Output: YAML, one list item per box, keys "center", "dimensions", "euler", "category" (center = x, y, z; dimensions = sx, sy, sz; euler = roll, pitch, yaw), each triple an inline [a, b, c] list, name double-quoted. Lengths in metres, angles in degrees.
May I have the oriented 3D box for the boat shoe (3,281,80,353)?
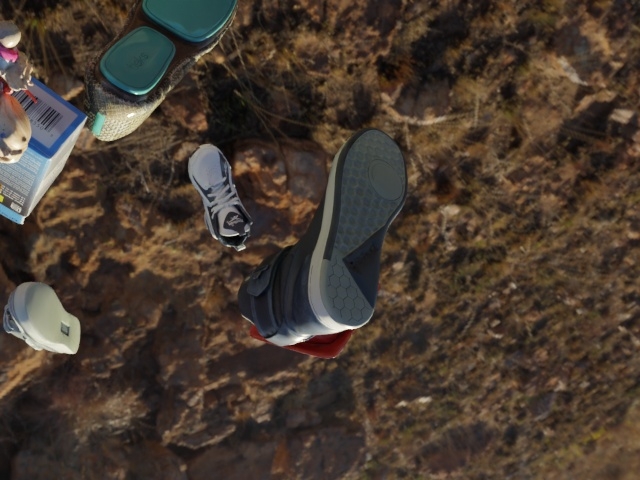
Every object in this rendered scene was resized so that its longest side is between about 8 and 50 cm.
- center: [-0.431, 0.125, 0.997]
  dimensions: [0.081, 0.079, 0.227]
  euler: [-1, 156, -3]
  category: "boat shoe"

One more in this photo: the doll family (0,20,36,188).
- center: [-0.270, -0.038, 0.354]
  dimensions: [0.263, 0.118, 0.163]
  euler: [-46, 139, -1]
  category: "doll family"

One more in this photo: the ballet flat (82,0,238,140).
- center: [-0.310, -0.355, 1.252]
  dimensions: [0.164, 0.483, 0.182]
  euler: [33, 136, -12]
  category: "ballet flat"

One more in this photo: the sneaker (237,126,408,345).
- center: [-0.002, 0.000, 0.660]
  dimensions: [0.086, 0.226, 0.163]
  euler: [33, 145, -20]
  category: "sneaker"

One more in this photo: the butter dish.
- center: [-0.019, 0.069, 0.956]
  dimensions: [0.160, 0.160, 0.118]
  euler: [-53, 138, -36]
  category: "butter dish"

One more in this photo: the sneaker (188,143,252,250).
- center: [-0.200, -0.077, 1.394]
  dimensions: [0.094, 0.153, 0.235]
  euler: [-20, 130, -26]
  category: "sneaker"

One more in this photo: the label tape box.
- center: [-0.570, -0.180, 1.134]
  dimensions: [0.249, 0.115, 0.347]
  euler: [36, 149, -16]
  category: "label tape box"
